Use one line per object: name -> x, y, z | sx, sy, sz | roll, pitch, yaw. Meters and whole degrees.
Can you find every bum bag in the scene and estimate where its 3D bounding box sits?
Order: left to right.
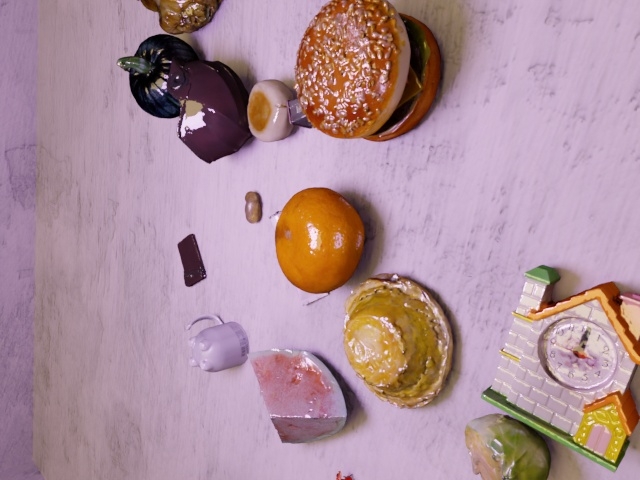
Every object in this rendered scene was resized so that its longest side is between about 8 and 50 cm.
bum bag -> -0.429, 0.066, 1.583 | 0.109, 0.026, 0.160 | -30, 74, 40

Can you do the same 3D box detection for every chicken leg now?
chicken leg -> -0.455, -0.737, 1.467 | 0.429, 0.152, 0.202 | 35, 108, 43

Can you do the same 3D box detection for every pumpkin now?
pumpkin -> -0.485, -0.494, 1.435 | 0.247, 0.247, 0.248 | 5, 97, 42

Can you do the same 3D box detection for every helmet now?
helmet -> -0.276, -0.367, 1.288 | 0.176, 0.225, 0.306 | -11, 86, 15

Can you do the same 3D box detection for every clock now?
clock -> 0.412, 0.187, 0.784 | 0.219, 0.106, 0.256 | 23, 108, 38

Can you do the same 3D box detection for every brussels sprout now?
brussels sprout -> 0.341, 0.383, 0.863 | 0.152, 0.121, 0.149 | 110, 144, -67

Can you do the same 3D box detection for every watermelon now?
watermelon -> -0.070, 0.385, 1.205 | 0.256, 0.175, 0.260 | -49, 40, 25

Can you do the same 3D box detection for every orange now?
orange -> 0.000, 0.000, 1.094 | 0.240, 0.171, 0.241 | 3, 94, 49

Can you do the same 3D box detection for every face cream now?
face cream -> -0.061, 0.041, 1.235 | 0.092, 0.058, 0.244 | -28, 81, 35

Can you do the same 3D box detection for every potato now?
potato -> -0.189, -0.093, 1.340 | 0.046, 0.045, 0.092 | -177, 85, -78

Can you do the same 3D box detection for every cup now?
cup -> -0.312, 0.299, 1.423 | 0.134, 0.141, 0.174 | -20, 80, 42

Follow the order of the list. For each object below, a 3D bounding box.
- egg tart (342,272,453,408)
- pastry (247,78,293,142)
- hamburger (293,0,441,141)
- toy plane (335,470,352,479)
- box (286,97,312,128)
egg tart -> 0.141, 0.219, 1.027 | 0.294, 0.116, 0.295 | 7, 99, 43
pastry -> -0.120, -0.323, 1.213 | 0.156, 0.091, 0.157 | 21, 117, 51
hamburger -> 0.083, -0.336, 0.954 | 0.290, 0.225, 0.292 | 7, 100, 44
toy plane -> 0.112, 0.627, 1.123 | 0.194, 0.077, 0.126 | 6, 95, 49
box -> -0.030, -0.309, 1.153 | 0.063, 0.084, 0.060 | -14, 84, 34
